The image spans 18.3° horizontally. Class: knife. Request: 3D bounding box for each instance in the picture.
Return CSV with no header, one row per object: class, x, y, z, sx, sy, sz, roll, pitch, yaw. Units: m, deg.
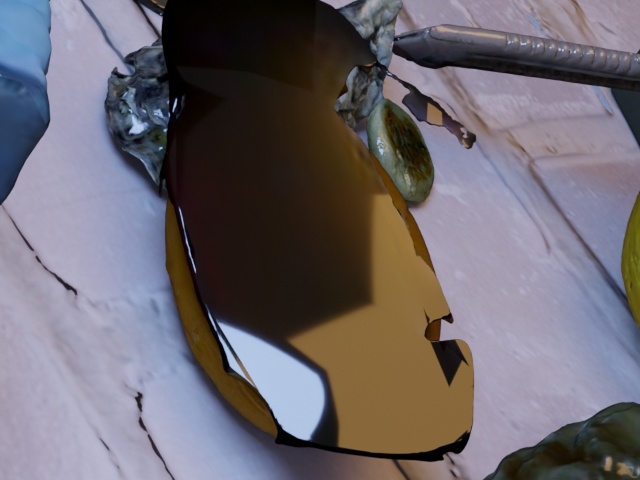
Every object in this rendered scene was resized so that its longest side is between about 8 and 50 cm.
knife,0.224,-0.118,1.476,0.365,0.089,0.043,6,70,-18

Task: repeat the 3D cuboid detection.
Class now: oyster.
oyster,-0.038,-0.097,1.370,0.252,0.087,0.199,3,43,-26

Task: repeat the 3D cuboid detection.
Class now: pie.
pie,0.057,-0.064,1.429,0.085,0.017,0.085,47,31,-40

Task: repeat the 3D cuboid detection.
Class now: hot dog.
hot dog,-0.006,0.002,1.223,0.194,0.107,0.326,2,60,-9

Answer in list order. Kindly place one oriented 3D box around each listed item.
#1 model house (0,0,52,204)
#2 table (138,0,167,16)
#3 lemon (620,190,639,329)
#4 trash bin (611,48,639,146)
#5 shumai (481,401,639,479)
model house,-0.284,-0.127,0.929,0.297,0.360,0.339,25,36,-16
table,-0.076,-0.373,1.479,0.317,0.249,0.317,24,38,-20
lemon,0.338,0.015,1.438,0.236,0.236,0.263,47,5,12
trash bin,0.370,-0.154,1.644,0.122,0.240,0.164,10,45,-35
shumai,0.299,0.196,1.122,0.397,0.323,0.324,27,35,-15
